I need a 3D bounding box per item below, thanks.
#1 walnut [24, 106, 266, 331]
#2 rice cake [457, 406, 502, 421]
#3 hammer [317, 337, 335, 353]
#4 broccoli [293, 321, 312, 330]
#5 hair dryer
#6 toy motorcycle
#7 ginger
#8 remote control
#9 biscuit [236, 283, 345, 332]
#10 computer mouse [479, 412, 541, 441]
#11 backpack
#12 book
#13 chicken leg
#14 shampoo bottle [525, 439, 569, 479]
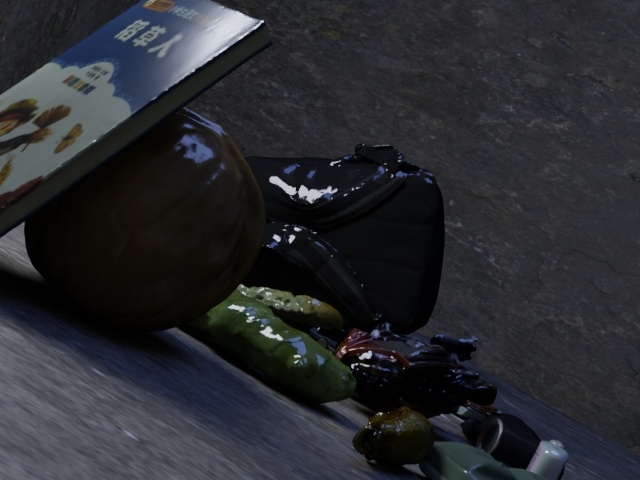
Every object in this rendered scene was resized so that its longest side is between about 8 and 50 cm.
[{"bbox_3d":[-0.206,-0.031,1.472,0.285,0.285,0.296,27,7,-7],"label":"walnut"},{"bbox_3d":[0.251,0.296,2.408,0.198,0.037,0.189,30,3,38],"label":"rice cake"},{"bbox_3d":[0.042,0.208,2.227,0.110,0.019,0.035,33,2,5],"label":"hammer"},{"bbox_3d":[-0.038,0.136,2.420,0.092,0.097,0.095,-13,-24,-1],"label":"broccoli"},{"bbox_3d":[0.286,0.321,1.992,0.128,0.070,0.255,28,-3,-12],"label":"hair dryer"},{"bbox_3d":[0.161,0.205,1.927,0.401,0.134,0.207,11,7,-38],"label":"toy motorcycle"},{"bbox_3d":[-0.080,0.128,1.663,0.290,0.089,0.137,25,-19,35],"label":"ginger"},{"bbox_3d":[0.278,0.329,1.548,0.335,0.066,0.128,26,4,-26],"label":"remote control"},{"bbox_3d":[-0.072,0.104,1.994,0.273,0.036,0.187,9,-12,33],"label":"biscuit"},{"bbox_3d":[0.335,0.338,2.165,0.099,0.057,0.172,29,5,-23],"label":"computer mouse"},{"bbox_3d":[0.000,0.000,2.283,0.445,0.364,0.255,6,-4,8],"label":"backpack"},{"bbox_3d":[-0.284,-0.139,1.399,0.300,0.428,0.039,30,-26,56],"label":"book"},{"bbox_3d":[0.074,0.229,1.449,0.093,0.070,0.178,-10,-9,19],"label":"chicken leg"},{"bbox_3d":[0.298,0.314,1.689,0.043,0.099,0.072,28,2,6],"label":"shampoo bottle"}]
